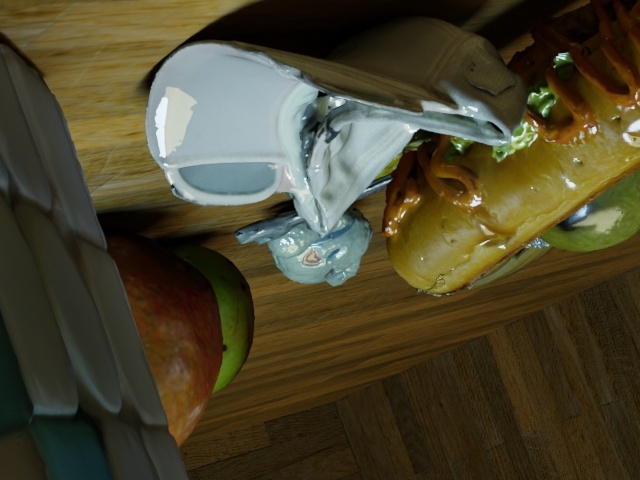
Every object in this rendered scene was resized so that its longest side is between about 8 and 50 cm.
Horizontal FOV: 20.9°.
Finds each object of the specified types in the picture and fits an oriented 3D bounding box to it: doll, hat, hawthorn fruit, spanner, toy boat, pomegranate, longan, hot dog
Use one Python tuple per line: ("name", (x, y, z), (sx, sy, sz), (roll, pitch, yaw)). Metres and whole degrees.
("doll", (0.000, 0.000, 1.737), (0.103, 0.071, 0.214), (-33, 161, 6))
("hat", (0.004, -0.102, 1.147), (0.226, 0.164, 0.219), (32, 145, -26))
("hawthorn fruit", (-0.177, 0.090, 1.485), (0.224, 0.224, 0.261), (-27, -176, 38))
("spanner", (0.048, -0.047, 1.464), (0.254, 0.015, 0.054), (-22, 169, 6))
("toy boat", (0.197, 0.007, 2.143), (0.121, 0.089, 0.321), (-8, 168, -27))
("pomegranate", (-0.156, 0.077, 1.658), (0.205, 0.159, 0.159), (9, 155, -33))
("longan", (0.265, -0.070, 1.721), (0.155, 0.176, 0.145), (-1, 135, 20))
("hot dog", (0.159, -0.087, 1.266), (0.349, 0.117, 0.158), (-38, -160, 49))

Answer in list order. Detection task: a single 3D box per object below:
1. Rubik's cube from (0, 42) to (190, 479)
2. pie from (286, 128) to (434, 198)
("Rubik's cube", (-0.271, 0.094, 0.852), (0.344, 0.347, 0.346), (-19, 170, 2))
("pie", (0.055, -0.079, 1.473), (0.187, 0.041, 0.187), (-20, 170, -3))
